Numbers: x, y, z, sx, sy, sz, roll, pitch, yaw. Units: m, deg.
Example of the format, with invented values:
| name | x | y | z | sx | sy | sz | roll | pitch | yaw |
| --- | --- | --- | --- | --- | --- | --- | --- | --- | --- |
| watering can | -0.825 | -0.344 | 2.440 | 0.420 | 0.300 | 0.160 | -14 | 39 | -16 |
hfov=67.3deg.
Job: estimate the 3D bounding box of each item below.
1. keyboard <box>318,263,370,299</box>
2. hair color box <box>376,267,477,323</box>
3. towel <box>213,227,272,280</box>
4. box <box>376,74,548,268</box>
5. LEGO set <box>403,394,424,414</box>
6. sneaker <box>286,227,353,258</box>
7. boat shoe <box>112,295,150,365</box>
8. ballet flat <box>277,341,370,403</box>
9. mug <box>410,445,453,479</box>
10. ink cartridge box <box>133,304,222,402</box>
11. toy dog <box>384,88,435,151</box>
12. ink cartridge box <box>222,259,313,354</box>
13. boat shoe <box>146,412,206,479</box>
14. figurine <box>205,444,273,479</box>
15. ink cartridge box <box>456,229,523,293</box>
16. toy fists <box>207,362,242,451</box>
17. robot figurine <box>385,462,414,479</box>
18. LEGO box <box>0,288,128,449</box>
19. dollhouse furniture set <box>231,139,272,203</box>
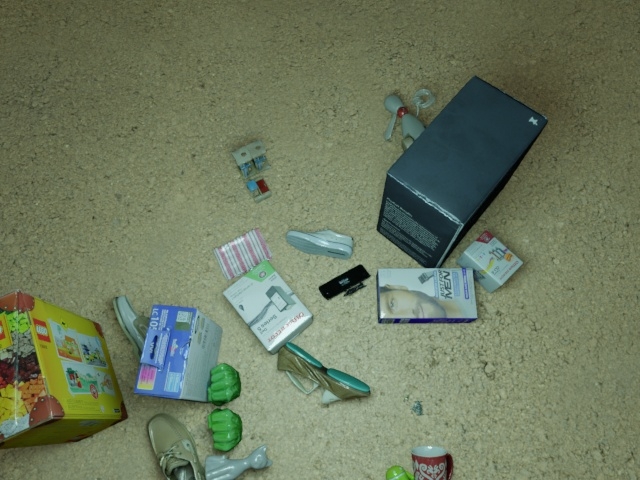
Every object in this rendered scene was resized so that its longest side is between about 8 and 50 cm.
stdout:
| name | x | y | z | sx | sy | sz | roll | pitch | yaw |
| --- | --- | --- | --- | --- | --- | --- | --- | --- | --- |
| keyboard | 0.096 | 0.169 | 1.788 | 0.192 | 0.038 | 0.100 | -28 | 48 | -8 |
| hair color box | 0.374 | 0.199 | 1.725 | 0.339 | 0.110 | 0.185 | -1 | 71 | 3 |
| towel | -0.297 | 0.050 | 1.835 | 0.197 | 0.029 | 0.144 | -26 | 71 | -8 |
| box | 0.462 | -0.207 | 1.678 | 0.297 | 0.471 | 0.480 | 39 | 75 | 14 |
| LEGO set | 0.320 | 0.563 | 1.634 | 0.083 | 0.023 | 0.054 | 24 | 72 | 9 |
| sneaker | 0.000 | 0.000 | 1.826 | 0.258 | 0.094 | 0.091 | 15 | 53 | 2 |
| boat shoe | -0.631 | 0.319 | 1.707 | 0.103 | 0.113 | 0.302 | -29 | 82 | -10 |
| ballet flat | -0.002 | 0.476 | 1.638 | 0.343 | 0.116 | 0.124 | 26 | 93 | 11 |
| mug | 0.364 | 0.749 | 1.513 | 0.151 | 0.113 | 0.169 | -1 | 82 | -9 |
| ink cartridge box | -0.445 | 0.364 | 1.528 | 0.151 | 0.395 | 0.269 | 5 | 70 | 3 |
| toy dog | 0.371 | -0.445 | 1.962 | 0.220 | 0.161 | 0.333 | -6 | 56 | 8 |
| ink cartridge box | -0.183 | 0.238 | 1.717 | 0.198 | 0.114 | 0.273 | -39 | 74 | -12 |
| boat shoe | -0.458 | 0.707 | 1.553 | 0.122 | 0.110 | 0.341 | -37 | 73 | -11 |
| figurine | -0.242 | 0.767 | 1.519 | 0.210 | 0.092 | 0.214 | -12 | 92 | -11 |
| ink cartridge box | 0.613 | 0.080 | 1.751 | 0.128 | 0.127 | 0.176 | -42 | 75 | -13 |
| toy fists | -0.318 | 0.549 | 1.592 | 0.096 | 0.142 | 0.278 | -4 | 69 | 0 |
| robot figurine | 0.252 | 0.775 | 1.534 | 0.101 | 0.067 | 0.115 | -13 | 67 | -33 |
| LEGO box | -0.822 | 0.406 | 1.466 | 0.193 | 0.500 | 0.372 | -24 | 71 | -8 |
| dollhouse furniture set | -0.246 | -0.272 | 1.899 | 0.129 | 0.129 | 0.183 | -27 | 70 | -8 |
